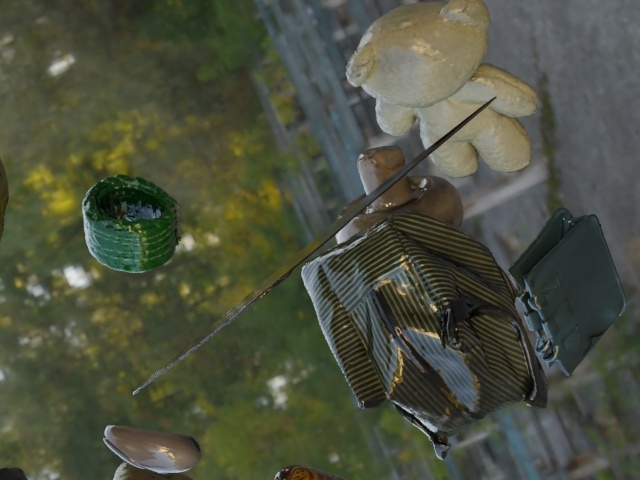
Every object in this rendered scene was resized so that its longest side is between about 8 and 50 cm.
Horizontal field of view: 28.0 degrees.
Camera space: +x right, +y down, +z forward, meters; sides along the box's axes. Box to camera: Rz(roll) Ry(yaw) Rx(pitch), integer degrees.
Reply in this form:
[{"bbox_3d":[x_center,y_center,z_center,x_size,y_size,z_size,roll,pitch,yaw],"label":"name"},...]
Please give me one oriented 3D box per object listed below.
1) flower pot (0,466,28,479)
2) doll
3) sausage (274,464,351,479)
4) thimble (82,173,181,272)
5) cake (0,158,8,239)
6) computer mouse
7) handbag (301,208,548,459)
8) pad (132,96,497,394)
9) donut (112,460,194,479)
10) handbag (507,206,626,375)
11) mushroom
[{"bbox_3d":[-0.381,0.329,1.073,0.299,0.283,0.299,21,-147,-14],"label":"flower pot"},{"bbox_3d":[0.144,-0.175,1.490,0.278,0.175,0.149,53,-170,-44],"label":"doll"},{"bbox_3d":[0.013,0.377,1.869,0.264,0.083,0.083,29,-148,-49],"label":"sausage"},{"bbox_3d":[-0.248,-0.022,1.689,0.118,0.130,0.090,-84,-2,-49],"label":"thimble"},{"bbox_3d":[-0.432,-0.054,1.219,0.156,0.260,0.179,-43,-47,-78],"label":"cake"},{"bbox_3d":[-0.162,0.201,1.231,0.066,0.096,0.039,40,-122,-73],"label":"computer mouse"},{"bbox_3d":[0.152,0.133,1.755,0.341,0.247,0.240,38,-149,-44],"label":"handbag"},{"bbox_3d":[0.000,0.000,0.801,0.004,0.181,0.267,50,-132,-1],"label":"pad"},{"bbox_3d":[-0.253,0.451,1.930,0.208,0.128,0.261,-56,-33,-44],"label":"donut"},{"bbox_3d":[0.372,0.080,1.955,0.062,0.179,0.229,23,151,46],"label":"handbag"},{"bbox_3d":[0.111,-0.052,1.956,0.204,0.204,0.204,-24,-90,-87],"label":"mushroom"}]
